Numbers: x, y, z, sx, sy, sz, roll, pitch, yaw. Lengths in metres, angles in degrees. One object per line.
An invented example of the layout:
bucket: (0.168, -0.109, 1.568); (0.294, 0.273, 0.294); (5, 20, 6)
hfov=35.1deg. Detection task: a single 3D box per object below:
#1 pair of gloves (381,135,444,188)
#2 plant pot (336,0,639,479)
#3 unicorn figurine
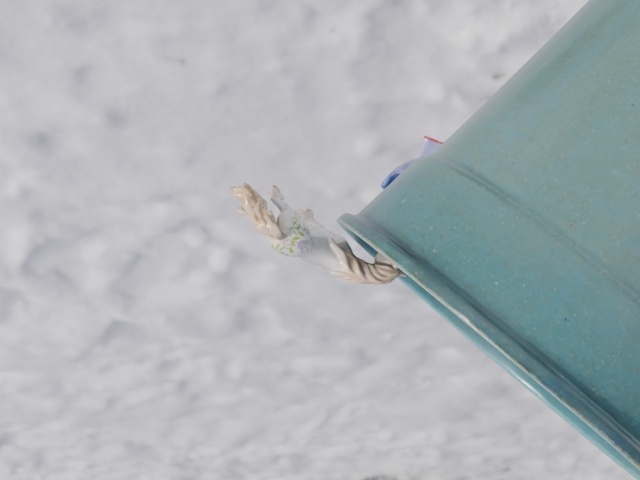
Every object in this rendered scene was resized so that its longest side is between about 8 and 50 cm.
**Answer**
pair of gloves: (0.200, -0.075, 1.639); (0.198, 0.159, 0.023); (24, -178, -8)
plant pot: (0.247, -0.031, 0.807); (0.334, 0.341, 0.341); (-50, 152, -1)
unicorn figurine: (0.000, 0.000, 0.871); (0.162, 0.111, 0.060); (6, 112, -35)
